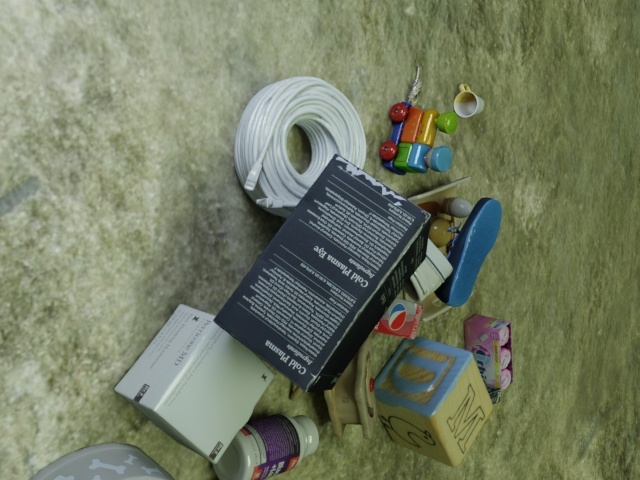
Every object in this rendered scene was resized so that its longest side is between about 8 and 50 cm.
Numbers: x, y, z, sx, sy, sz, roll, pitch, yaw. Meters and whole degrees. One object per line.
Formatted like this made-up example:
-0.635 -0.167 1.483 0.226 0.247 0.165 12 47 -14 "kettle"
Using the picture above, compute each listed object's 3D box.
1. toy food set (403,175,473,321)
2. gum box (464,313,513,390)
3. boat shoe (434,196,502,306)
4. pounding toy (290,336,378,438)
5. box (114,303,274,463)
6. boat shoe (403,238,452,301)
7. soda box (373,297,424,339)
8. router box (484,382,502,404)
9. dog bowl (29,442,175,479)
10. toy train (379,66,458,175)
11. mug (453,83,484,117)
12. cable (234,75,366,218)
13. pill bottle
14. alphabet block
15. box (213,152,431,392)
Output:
0.292 0.017 1.670 0.219 0.092 0.306 -22 113 -43 "toy food set"
0.448 0.301 1.880 0.062 0.107 0.188 -24 115 -42 "gum box"
0.318 0.017 1.594 0.109 0.089 0.258 29 88 -35 "boat shoe"
0.030 0.284 1.464 0.154 0.155 0.269 -72 156 -51 "pounding toy"
-0.202 0.235 1.170 0.181 0.119 0.182 -55 132 -25 "box"
0.120 0.011 1.465 0.156 0.136 0.367 -50 125 -7 "boat shoe"
0.105 0.148 1.496 0.263 0.092 0.083 20 83 -46 "soda box"
0.391 0.388 1.827 0.092 0.122 0.038 -2 103 -46 "router box"
-0.338 0.499 1.092 0.348 0.102 0.349 -12 107 -44 "dog bowl"
0.232 -0.261 1.513 0.105 0.143 0.248 22 82 -47 "toy train"
0.364 -0.335 1.703 0.064 0.062 0.078 -10 111 -53 "mug"
-0.033 -0.162 1.273 0.257 0.089 0.257 17 81 -39 "cable"
-0.098 0.384 1.317 0.193 0.108 0.108 -2 99 -46 "pill bottle"
0.257 0.367 1.634 0.193 0.192 0.197 -47 127 -28 "alphabet block"
0.020 0.072 1.171 0.312 0.179 0.343 -55 168 -6 "box"
